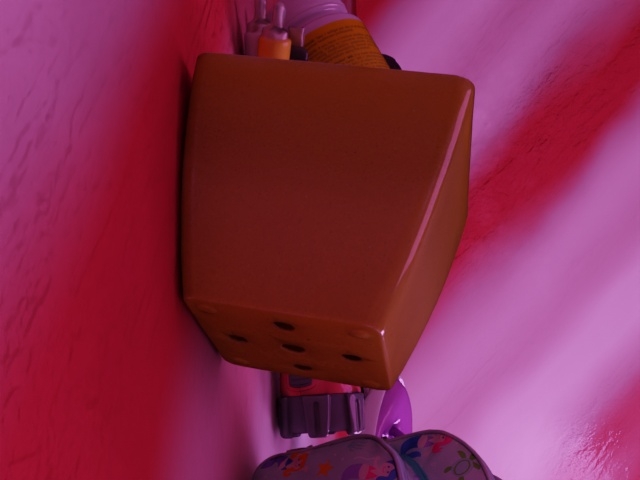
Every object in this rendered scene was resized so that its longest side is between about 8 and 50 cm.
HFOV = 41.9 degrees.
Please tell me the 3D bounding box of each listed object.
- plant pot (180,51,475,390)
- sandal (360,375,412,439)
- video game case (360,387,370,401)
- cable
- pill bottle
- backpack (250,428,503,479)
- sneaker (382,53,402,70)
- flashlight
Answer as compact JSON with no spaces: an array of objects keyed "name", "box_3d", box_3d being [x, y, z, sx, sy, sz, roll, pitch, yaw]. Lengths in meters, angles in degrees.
[{"name":"plant pot","box_3d":[0.000,0.000,0.660,0.212,0.212,0.187,75,25,-61]},{"name":"sandal","box_3d":[0.090,0.355,1.015,0.169,0.102,0.416,69,27,-44]},{"name":"video game case","box_3d":[0.051,0.161,1.232,0.248,0.035,0.275,52,22,-47]},{"name":"cable","box_3d":[-0.060,-0.111,0.902,0.139,0.072,0.287,-135,-129,-74]},{"name":"pill bottle","box_3d":[0.021,-0.190,0.987,0.208,0.119,0.119,62,1,13]},{"name":"backpack","box_3d":[0.057,0.283,0.734,0.191,0.253,0.225,54,28,-39]},{"name":"sneaker","box_3d":[0.038,-0.109,1.128,0.121,0.111,0.300,-59,170,-69]},{"name":"flashlight","box_3d":[-0.006,0.073,0.970,0.103,0.103,0.304,146,-57,-67]}]
